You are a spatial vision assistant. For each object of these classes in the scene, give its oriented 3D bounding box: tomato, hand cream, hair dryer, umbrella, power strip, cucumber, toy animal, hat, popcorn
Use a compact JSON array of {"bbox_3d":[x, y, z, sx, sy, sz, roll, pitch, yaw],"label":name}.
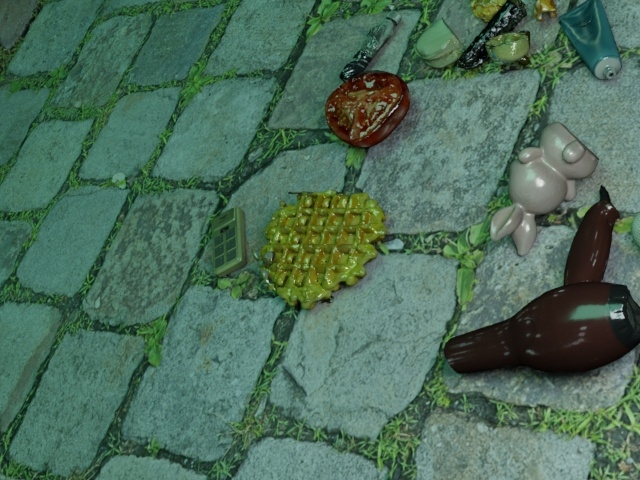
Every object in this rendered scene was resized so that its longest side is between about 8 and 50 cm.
[{"bbox_3d":[0.099,-0.258,1.904,0.166,0.082,0.174,-48,45,5],"label":"tomato"},{"bbox_3d":[0.480,-0.354,1.690,0.083,0.048,0.224,-31,39,22],"label":"hand cream"},{"bbox_3d":[0.359,0.053,1.453,0.312,0.123,0.341,-17,38,45],"label":"hair dryer"},{"bbox_3d":[0.104,-0.411,2.044,0.050,0.046,0.188,35,83,10],"label":"umbrella"},{"bbox_3d":[-0.192,-0.003,1.997,0.076,0.028,0.169,-29,44,22],"label":"power strip"},{"bbox_3d":[0.328,-0.394,1.841,0.181,0.053,0.053,-47,41,2],"label":"cucumber"},{"bbox_3d":[0.415,-0.457,1.800,0.060,0.081,0.083,-9,74,39],"label":"toy animal"},{"bbox_3d":[0.341,-0.088,1.549,0.212,0.124,0.124,-47,40,10],"label":"toy animal"},{"bbox_3d":[0.349,-0.351,1.783,0.077,0.059,0.076,2,26,30],"label":"hat"},{"bbox_3d":[0.335,-0.469,1.886,0.083,0.057,0.082,-41,43,3],"label":"popcorn"}]

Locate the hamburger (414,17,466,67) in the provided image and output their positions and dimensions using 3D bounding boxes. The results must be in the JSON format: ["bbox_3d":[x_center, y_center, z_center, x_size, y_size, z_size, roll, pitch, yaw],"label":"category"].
[{"bbox_3d":[0.232,-0.388,1.918,0.084,0.054,0.121,-38,39,17],"label":"hamburger"}]

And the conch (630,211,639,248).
[{"bbox_3d":[0.492,-0.007,1.396,0.076,0.056,0.085,-13,80,12],"label":"conch"}]

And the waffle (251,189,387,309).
[{"bbox_3d":[0.002,0.002,1.809,0.262,0.060,0.281,-36,44,9],"label":"waffle"}]
